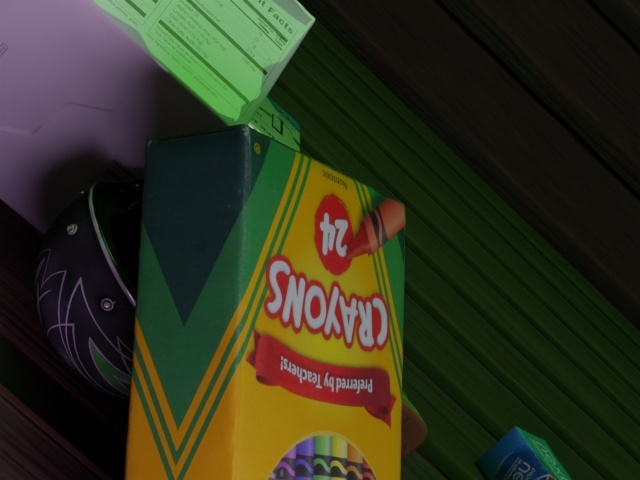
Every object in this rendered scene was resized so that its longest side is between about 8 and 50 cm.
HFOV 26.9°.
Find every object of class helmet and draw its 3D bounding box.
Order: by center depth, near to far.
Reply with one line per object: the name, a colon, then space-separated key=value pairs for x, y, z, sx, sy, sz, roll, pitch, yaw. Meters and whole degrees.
helmet: x=-0.123 y=0.036 z=0.961 sx=0.169 sy=0.161 sz=0.169 roll=171 pitch=-90 yaw=-76

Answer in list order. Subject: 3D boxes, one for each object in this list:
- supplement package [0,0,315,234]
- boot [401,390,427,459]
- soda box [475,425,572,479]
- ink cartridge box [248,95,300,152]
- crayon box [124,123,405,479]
supplement package: x=-0.175 y=-0.139 z=1.038 sx=0.204 sy=0.262 sz=0.145 roll=41 pitch=51 yaw=-16
boot: x=-0.004 y=0.077 z=1.257 sx=0.262 sy=0.095 sz=0.203 roll=53 pitch=4 yaw=-46
soda box: x=0.261 y=0.309 z=1.479 sx=0.071 sy=0.067 sz=0.210 roll=31 pitch=19 yaw=-45
ink cartridge box: x=-0.103 y=-0.135 z=1.668 sx=0.148 sy=0.086 sz=0.203 roll=41 pitch=14 yaw=-15
crayon box: x=-0.028 y=0.109 z=0.830 sx=0.202 sy=0.081 sz=0.319 roll=21 pitch=68 yaw=-57
